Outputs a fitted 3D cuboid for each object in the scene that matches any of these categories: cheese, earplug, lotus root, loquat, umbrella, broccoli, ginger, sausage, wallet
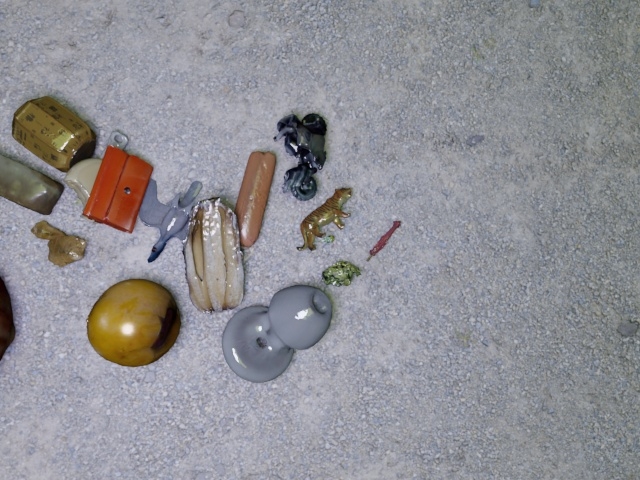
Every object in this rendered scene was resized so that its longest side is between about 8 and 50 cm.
[{"bbox_3d":[-0.589,-0.174,1.325,0.163,0.071,0.249,53,53,-29],"label":"cheese"},{"bbox_3d":[-0.115,0.249,1.323,0.325,0.175,0.214,-34,90,-9],"label":"earplug"},{"bbox_3d":[-0.301,0.039,1.330,0.167,0.078,0.329,-3,105,-18],"label":"lotus root"},{"bbox_3d":[-0.484,0.214,1.248,0.235,0.235,0.235,1,86,-8],"label":"loquat"},{"bbox_3d":[0.192,0.001,1.462,0.027,0.025,0.165,39,78,15],"label":"umbrella"},{"bbox_3d":[0.059,0.102,1.404,0.097,0.092,0.095,32,95,-23],"label":"broccoli"},{"bbox_3d":[-0.722,0.015,1.307,0.165,0.067,0.096,25,83,7],"label":"ginger"},{"bbox_3d":[-0.196,-0.122,1.381,0.086,0.086,0.289,13,85,-7],"label":"sausage"},{"bbox_3d":[-0.541,-0.136,1.287,0.142,0.045,0.204,31,65,-49],"label":"wallet"}]

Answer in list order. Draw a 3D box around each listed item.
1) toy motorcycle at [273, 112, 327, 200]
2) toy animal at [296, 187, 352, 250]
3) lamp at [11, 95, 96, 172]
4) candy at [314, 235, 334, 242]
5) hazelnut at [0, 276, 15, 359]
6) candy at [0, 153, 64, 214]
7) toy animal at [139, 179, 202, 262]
[{"bbox_3d":[-0.064,-0.255,1.386,0.159,0.106,0.270,16,76,-29],"label":"toy motorcycle"},{"bbox_3d":[0.013,-0.061,1.421,0.241,0.057,0.099,-39,67,-4],"label":"toy animal"},{"bbox_3d":[-0.713,-0.284,1.283,0.185,0.161,0.161,39,82,-5],"label":"lamp"},{"bbox_3d":[0.000,0.000,1.436,0.083,0.025,0.023,-7,105,-2],"label":"candy"},{"bbox_3d":[-0.957,0.206,1.124,0.421,0.353,0.421,11,68,-29],"label":"hazelnut"},{"bbox_3d":[-0.824,-0.159,1.283,0.234,0.102,0.104,25,83,-5],"label":"candy"},{"bbox_3d":[-0.417,-0.062,1.352,0.239,0.176,0.255,34,48,-8],"label":"toy animal"}]
